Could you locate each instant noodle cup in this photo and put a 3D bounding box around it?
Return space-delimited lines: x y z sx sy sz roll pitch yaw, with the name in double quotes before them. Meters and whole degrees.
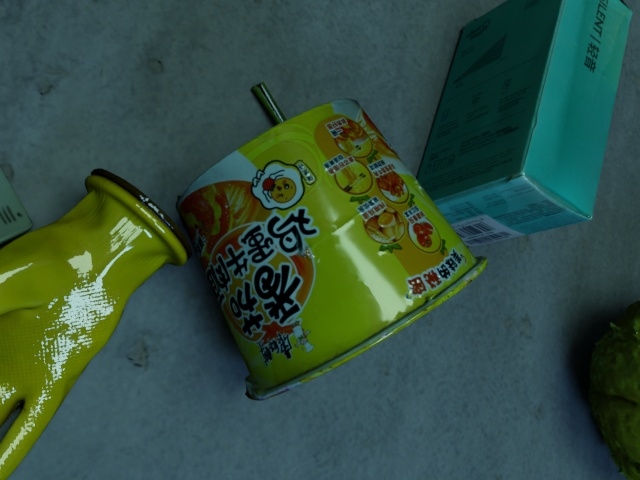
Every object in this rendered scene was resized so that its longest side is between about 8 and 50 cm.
"instant noodle cup" 0.000 0.000 0.681 0.264 0.264 0.200 -28 88 -32

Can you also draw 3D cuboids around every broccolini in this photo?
"broccolini" -0.008 -0.089 0.815 0.042 0.044 0.218 -34 93 -16

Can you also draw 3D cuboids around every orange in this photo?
"orange" 0.487 0.193 0.943 0.301 0.223 0.300 -43 114 -33

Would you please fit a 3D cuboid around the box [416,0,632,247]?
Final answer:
"box" 0.247 -0.160 0.877 0.118 0.205 0.311 29 67 -25

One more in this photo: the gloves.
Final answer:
"gloves" -0.249 0.083 0.603 0.133 0.116 0.294 42 68 -9

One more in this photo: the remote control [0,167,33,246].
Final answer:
"remote control" -0.356 -0.111 0.583 0.285 0.038 0.123 60 26 -6
